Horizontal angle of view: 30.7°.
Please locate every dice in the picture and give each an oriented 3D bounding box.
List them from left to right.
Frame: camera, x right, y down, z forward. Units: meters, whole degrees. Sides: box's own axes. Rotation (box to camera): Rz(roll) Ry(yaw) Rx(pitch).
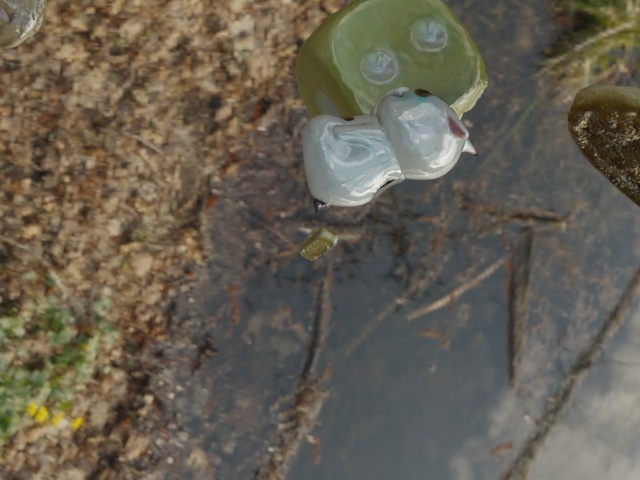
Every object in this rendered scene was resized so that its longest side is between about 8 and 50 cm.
[{"bbox_3d":[0.110,-0.256,1.874,0.233,0.238,0.227,-31,81,-15],"label":"dice"}]

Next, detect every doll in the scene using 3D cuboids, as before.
[{"bbox_3d":[0.065,-0.102,1.233,0.110,0.180,0.107,11,59,-80],"label":"doll"}]

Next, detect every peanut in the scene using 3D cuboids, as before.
[{"bbox_3d":[-0.315,-0.313,1.212,0.085,0.104,0.228,-5,117,-48],"label":"peanut"}]

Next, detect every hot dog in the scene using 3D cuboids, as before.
[{"bbox_3d":[0.000,0.000,1.790,0.030,0.090,0.034,34,58,-12],"label":"hot dog"}]

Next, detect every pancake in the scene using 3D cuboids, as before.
[{"bbox_3d":[0.277,-0.071,0.996,0.028,0.158,0.158,-46,126,-17],"label":"pancake"}]
